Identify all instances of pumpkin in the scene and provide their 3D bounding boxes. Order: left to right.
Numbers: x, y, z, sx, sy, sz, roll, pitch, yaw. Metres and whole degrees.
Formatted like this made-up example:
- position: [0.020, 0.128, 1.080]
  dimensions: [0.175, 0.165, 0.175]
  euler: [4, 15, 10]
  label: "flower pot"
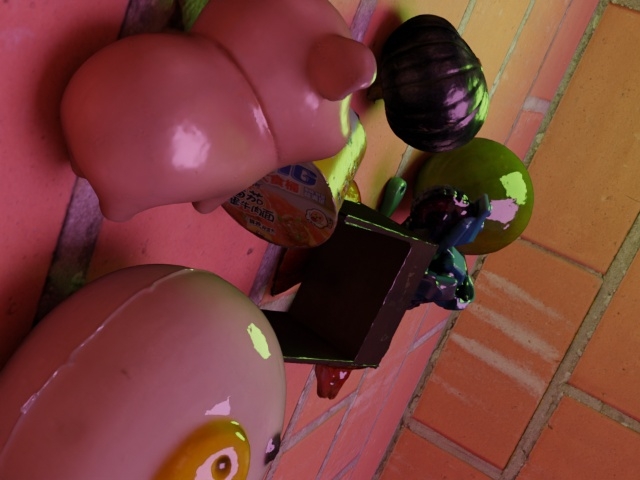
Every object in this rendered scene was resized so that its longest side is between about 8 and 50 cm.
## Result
- position: [0.189, -0.276, 1.327]
  dimensions: [0.250, 0.216, 0.250]
  euler: [-4, 90, -79]
  label: "pumpkin"

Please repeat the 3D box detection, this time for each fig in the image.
- position: [0.352, -0.105, 1.812]
  dimensions: [0.316, 0.316, 0.316]
  euler: [-49, 156, -31]
  label: "fig"

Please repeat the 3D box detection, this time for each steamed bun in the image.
- position: [-0.205, 0.205, 0.838]
  dimensions: [0.374, 0.334, 0.334]
  euler: [-51, 157, -14]
  label: "steamed bun"

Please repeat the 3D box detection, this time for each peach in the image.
- position: [0.004, 0.000, 1.410]
  dimensions: [0.279, 0.068, 0.189]
  euler: [-59, 157, -7]
  label: "peach"

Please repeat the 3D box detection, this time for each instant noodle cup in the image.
- position: [-0.040, -0.111, 1.012]
  dimensions: [0.205, 0.205, 0.153]
  euler: [94, 21, -48]
  label: "instant noodle cup"

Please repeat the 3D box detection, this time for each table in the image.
- position: [0.005, 0.056, 1.233]
  dimensions: [0.282, 0.196, 0.250]
  euler: [13, 105, -52]
  label: "table"

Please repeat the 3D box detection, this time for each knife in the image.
- position: [0.129, -0.028, 1.724]
  dimensions: [0.063, 0.035, 0.260]
  euler: [-11, 130, -59]
  label: "knife"

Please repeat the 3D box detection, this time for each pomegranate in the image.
- position: [0.038, 0.214, 1.547]
  dimensions: [0.214, 0.214, 0.248]
  euler: [13, 93, -69]
  label: "pomegranate"

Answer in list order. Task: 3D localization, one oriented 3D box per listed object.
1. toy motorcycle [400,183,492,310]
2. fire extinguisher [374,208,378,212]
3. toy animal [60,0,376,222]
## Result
- position: [0.275, 0.033, 1.682]
  dimensions: [0.416, 0.232, 0.172]
  euler: [106, -10, -46]
  label: "toy motorcycle"
- position: [0.104, 0.072, 1.648]
  dimensions: [0.114, 0.135, 0.337]
  euler: [-1, 128, -16]
  label: "fire extinguisher"
- position: [-0.104, -0.150, 0.770]
  dimensions: [0.326, 0.237, 0.269]
  euler: [-22, 157, -52]
  label: "toy animal"
